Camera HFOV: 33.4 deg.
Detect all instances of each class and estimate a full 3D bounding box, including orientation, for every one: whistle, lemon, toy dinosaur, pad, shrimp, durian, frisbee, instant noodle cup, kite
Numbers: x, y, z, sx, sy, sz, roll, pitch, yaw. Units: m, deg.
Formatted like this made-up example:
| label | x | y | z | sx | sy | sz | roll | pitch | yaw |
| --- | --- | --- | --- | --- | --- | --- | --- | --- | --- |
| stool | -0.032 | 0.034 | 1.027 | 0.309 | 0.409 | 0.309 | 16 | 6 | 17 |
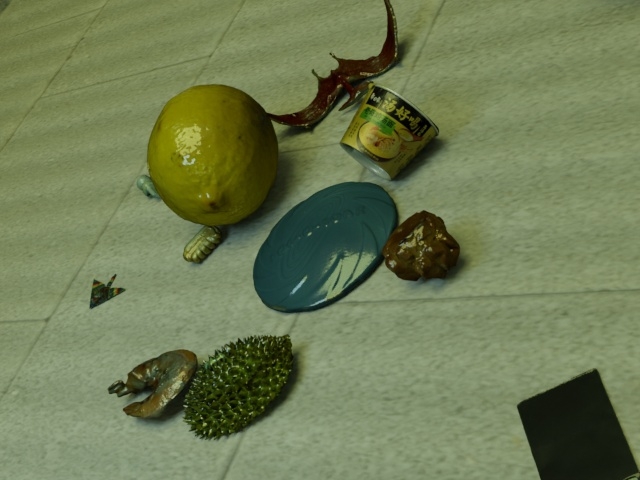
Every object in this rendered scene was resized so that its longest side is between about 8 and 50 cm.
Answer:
| label | x | y | z | sx | sy | sz | roll | pitch | yaw |
| --- | --- | --- | --- | --- | --- | --- | --- | --- | --- |
| whistle | -0.368 | -0.114 | 2.290 | 0.035 | 0.035 | 0.100 | -42 | 37 | -5 |
| lemon | -0.202 | -0.160 | 2.011 | 0.261 | 0.260 | 0.283 | -15 | 60 | 30 |
| toy dinosaur | 0.015 | -0.337 | 2.136 | 0.327 | 0.113 | 0.206 | -23 | 38 | 23 |
| pad | 0.314 | 0.246 | 1.310 | 0.116 | 0.004 | 0.193 | -28 | 36 | 14 |
| shrimp | -0.284 | 0.240 | 1.788 | 0.188 | 0.051 | 0.132 | -23 | 24 | 33 |
| durian | -0.146 | 0.223 | 1.668 | 0.221 | 0.095 | 0.137 | -37 | 29 | 21 |
| frisbee | -0.003 | -0.003 | 1.829 | 0.290 | 0.049 | 0.289 | -24 | 37 | 20 |
| instant noodle cup | 0.114 | -0.183 | 1.856 | 0.122 | 0.151 | 0.151 | -55 | 37 | -6 |
| kite | -0.432 | 0.102 | 2.131 | 0.122 | 0.004 | 0.090 | 5 | 53 | 44 |

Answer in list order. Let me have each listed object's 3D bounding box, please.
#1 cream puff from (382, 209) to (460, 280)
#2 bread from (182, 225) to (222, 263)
| label | x | y | z | sx | sy | sz | roll | pitch | yaw |
| --- | --- | --- | --- | --- | --- | --- | --- | --- | --- |
| cream puff | 0.159 | 0.014 | 1.639 | 0.116 | 0.094 | 0.122 | -55 | 15 | -27 |
| bread | -0.223 | 0.009 | 2.025 | 0.049 | 0.033 | 0.088 | 33 | 78 | 39 |
